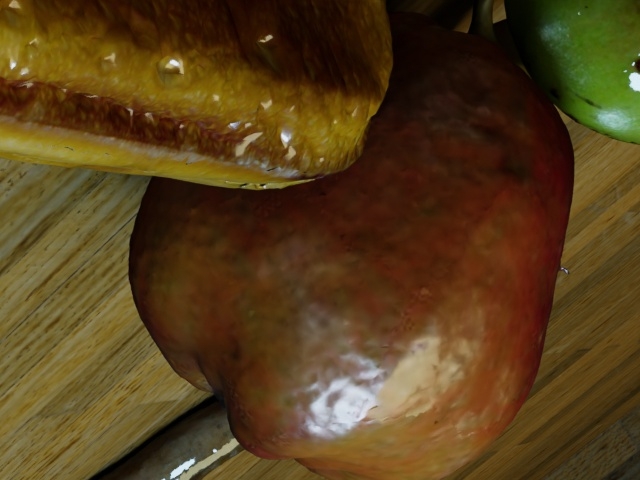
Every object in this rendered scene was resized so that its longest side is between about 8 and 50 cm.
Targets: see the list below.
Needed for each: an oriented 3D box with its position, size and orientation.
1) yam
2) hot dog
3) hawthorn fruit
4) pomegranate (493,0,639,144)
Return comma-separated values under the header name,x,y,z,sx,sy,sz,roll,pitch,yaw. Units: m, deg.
name,x,y,z,sx,sy,sz,roll,pitch,yaw
yam,-0.133,0.189,1.348,0.241,0.057,0.057,-35,163,-5
hot dog,-0.092,-0.100,0.474,0.349,0.117,0.158,2,100,-56
hawthorn fruit,0.032,-0.011,0.885,0.261,0.224,0.224,-54,159,9
pomegranate,0.157,-0.121,0.940,0.205,0.159,0.159,-23,171,30
